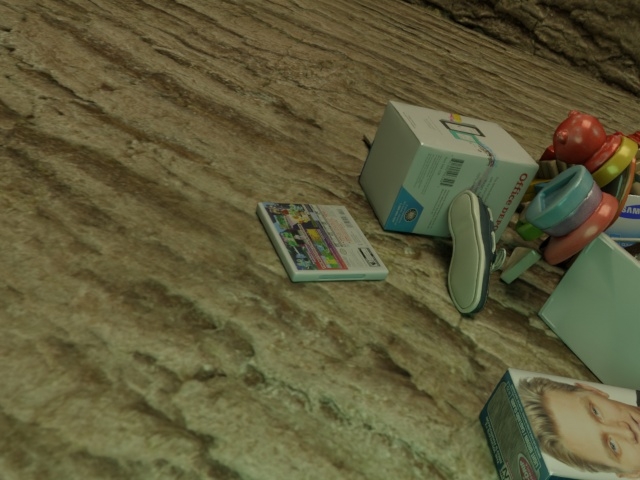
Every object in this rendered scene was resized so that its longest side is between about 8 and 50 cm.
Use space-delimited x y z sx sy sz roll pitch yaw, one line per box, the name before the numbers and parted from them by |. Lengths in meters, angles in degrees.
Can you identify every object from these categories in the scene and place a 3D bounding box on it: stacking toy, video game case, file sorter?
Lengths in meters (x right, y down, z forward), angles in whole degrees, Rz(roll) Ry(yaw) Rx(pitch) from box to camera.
stacking toy | 0.425 -0.087 1.213 0.130 0.279 0.309 41 48 -5
video game case | 0.000 0.000 1.143 0.183 0.023 0.201 1 38 -28
file sorter | 0.559 0.145 1.082 0.173 0.193 0.277 1 37 -33

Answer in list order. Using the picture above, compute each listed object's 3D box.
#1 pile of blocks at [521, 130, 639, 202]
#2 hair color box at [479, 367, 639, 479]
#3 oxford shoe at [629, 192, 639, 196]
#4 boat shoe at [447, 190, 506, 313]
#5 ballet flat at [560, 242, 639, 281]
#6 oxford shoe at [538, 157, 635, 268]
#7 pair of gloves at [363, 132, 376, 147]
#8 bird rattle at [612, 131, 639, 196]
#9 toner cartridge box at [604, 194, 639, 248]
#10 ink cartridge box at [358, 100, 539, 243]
pile of blocks | 0.577 -0.166 1.429 0.362 0.112 0.149 -14 17 23
hair color box | 0.407 0.290 0.853 0.347 0.105 0.174 11 33 -11
oxford shoe | 0.673 -0.067 1.495 0.140 0.146 0.397 -11 44 -40
boat shoe | 0.282 0.025 1.172 0.079 0.095 0.254 25 46 -24
ballet flat | 0.600 0.045 1.273 0.250 0.058 0.084 -27 33 6
oxford shoe | 0.537 -0.063 1.297 0.098 0.271 0.097 24 29 6
pair of gloves | 0.231 -0.194 1.540 0.240 0.042 0.204 12 33 -15
bird rattle | 0.727 -0.157 1.592 0.143 0.253 0.207 -33 94 -20
toner cartridge box | 0.755 0.010 1.303 0.348 0.165 0.075 9 -3 21
ink cartridge box | 0.255 -0.137 1.323 0.270 0.198 0.197 7 33 -21
